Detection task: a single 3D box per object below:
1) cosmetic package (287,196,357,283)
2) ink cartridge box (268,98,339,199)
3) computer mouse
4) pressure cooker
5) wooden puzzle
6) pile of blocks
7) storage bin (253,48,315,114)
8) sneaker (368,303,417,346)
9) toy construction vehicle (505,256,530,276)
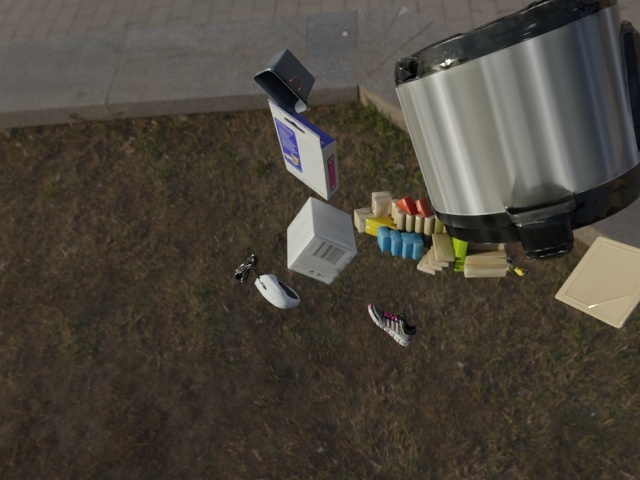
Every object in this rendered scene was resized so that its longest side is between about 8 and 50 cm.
[{"bbox_3d":[0.000,0.000,1.485,0.151,0.151,0.184,24,34,-22],"label":"cosmetic package"},{"bbox_3d":[-0.037,-0.254,1.378,0.175,0.371,0.069,39,79,16],"label":"ink cartridge box"},{"bbox_3d":[-0.135,0.123,1.303,0.193,0.106,0.042,40,37,-15],"label":"computer mouse"},{"bbox_3d":[0.354,-0.180,0.881,0.369,0.420,0.375,-27,16,-23],"label":"pressure cooker"},{"bbox_3d":[0.791,0.110,1.353,0.221,0.044,0.238,-55,22,1],"label":"wooden puzzle"},{"bbox_3d":[0.228,-0.025,1.073,0.362,0.113,0.149,16,43,24],"label":"pile of blocks"},{"bbox_3d":[-0.075,-0.385,1.184,0.098,0.135,0.091,-1,58,50],"label":"storage bin"},{"bbox_3d":[0.219,0.236,1.473,0.170,0.063,0.075,41,111,-4],"label":"sneaker"},{"bbox_3d":[0.638,0.089,1.662,0.098,0.035,0.086,12,26,-32],"label":"toy construction vehicle"}]
